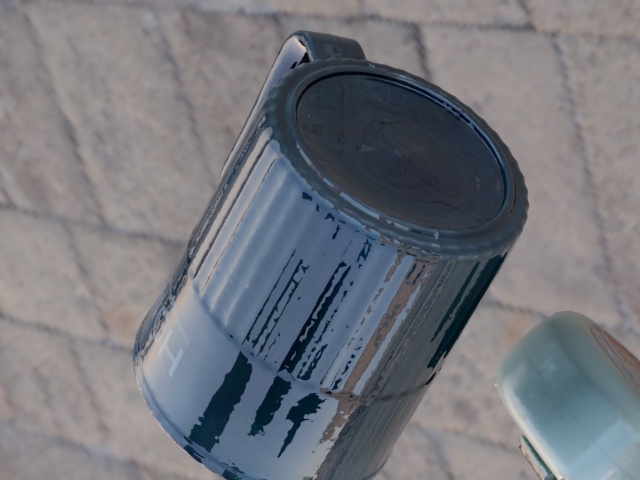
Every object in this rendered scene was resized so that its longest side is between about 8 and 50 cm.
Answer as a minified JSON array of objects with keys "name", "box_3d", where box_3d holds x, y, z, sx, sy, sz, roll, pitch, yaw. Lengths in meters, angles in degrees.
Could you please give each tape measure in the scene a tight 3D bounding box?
[{"name":"tape measure","box_3d":[0.267,0.179,1.695,0.246,0.125,0.243,35,-167,-30]}]

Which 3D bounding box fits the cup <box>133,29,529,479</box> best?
[{"name":"cup","box_3d":[0.016,0.010,1.527,0.242,0.308,0.292,27,129,-3]}]
